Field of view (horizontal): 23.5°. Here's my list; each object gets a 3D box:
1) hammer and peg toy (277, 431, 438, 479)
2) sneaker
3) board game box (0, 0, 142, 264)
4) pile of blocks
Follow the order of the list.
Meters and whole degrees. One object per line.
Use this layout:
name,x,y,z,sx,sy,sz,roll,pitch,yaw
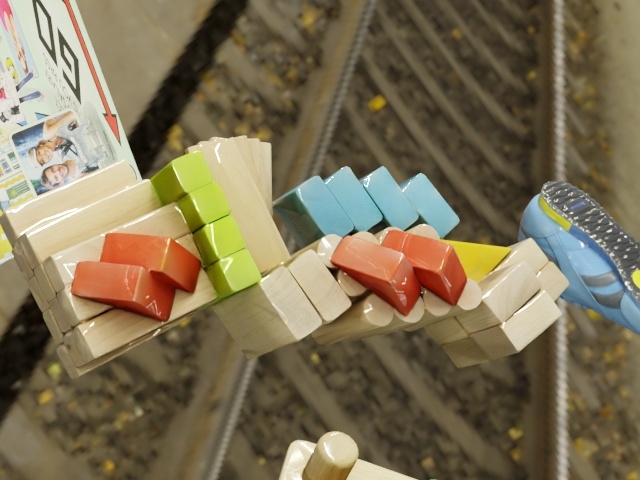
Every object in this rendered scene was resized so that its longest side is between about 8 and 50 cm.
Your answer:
hammer and peg toy,0.114,0.324,1.250,0.361,0.127,0.266,21,46,-3
sneaker,0.261,0.038,1.416,0.069,0.082,0.209,-14,50,-41
board game box,-0.282,-0.141,1.192,0.213,0.046,0.317,-31,110,-35
pile of blocks,0.000,0.000,0.921,0.362,0.112,0.149,1,78,-24
